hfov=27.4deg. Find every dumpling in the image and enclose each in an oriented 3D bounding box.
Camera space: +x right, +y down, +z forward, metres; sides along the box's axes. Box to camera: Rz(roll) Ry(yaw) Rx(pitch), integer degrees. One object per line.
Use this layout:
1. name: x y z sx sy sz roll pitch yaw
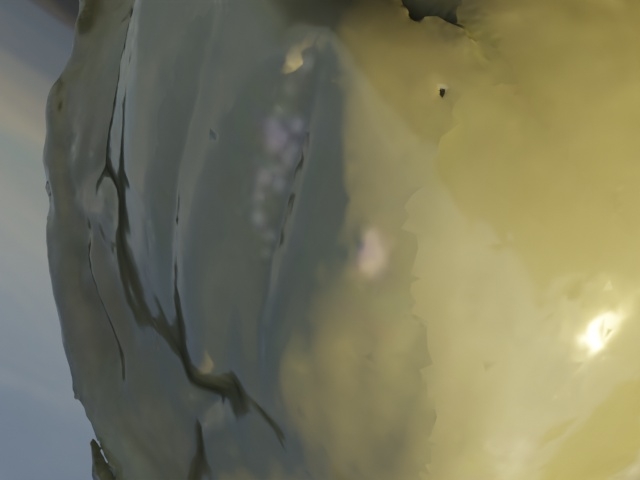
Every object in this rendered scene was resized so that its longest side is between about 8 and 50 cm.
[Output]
1. dumpling: 0.000 0.000 0.524 0.395 0.315 0.233 46 -166 27
